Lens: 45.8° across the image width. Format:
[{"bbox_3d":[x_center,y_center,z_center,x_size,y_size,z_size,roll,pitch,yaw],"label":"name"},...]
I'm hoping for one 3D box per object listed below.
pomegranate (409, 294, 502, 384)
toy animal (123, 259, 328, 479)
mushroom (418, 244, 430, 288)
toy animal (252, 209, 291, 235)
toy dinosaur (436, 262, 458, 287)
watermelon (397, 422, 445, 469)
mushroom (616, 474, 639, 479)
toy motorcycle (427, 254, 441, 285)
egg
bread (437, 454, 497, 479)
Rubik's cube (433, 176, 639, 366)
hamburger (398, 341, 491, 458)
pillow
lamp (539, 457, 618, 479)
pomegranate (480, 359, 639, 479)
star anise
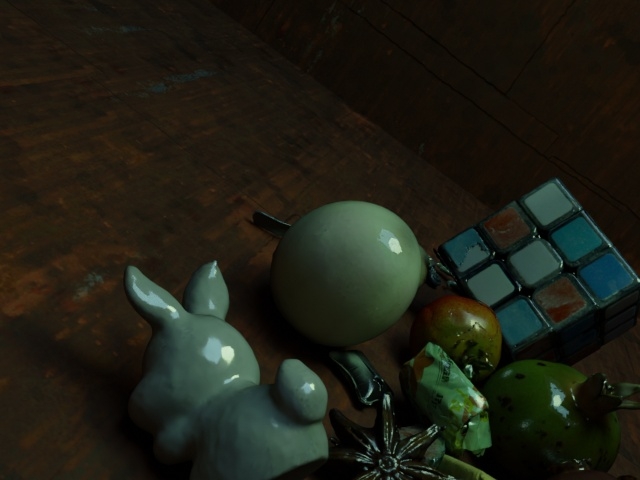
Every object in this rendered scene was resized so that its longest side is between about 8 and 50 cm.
[{"bbox_3d":[0.300,0.228,1.658,0.210,0.210,0.235,28,19,-20],"label":"pomegranate"},{"bbox_3d":[-0.139,0.185,1.040,0.196,0.241,0.367,8,35,-53],"label":"toy animal"},{"bbox_3d":[0.199,0.071,1.927,0.166,0.166,0.127,57,-11,42],"label":"mushroom"},{"bbox_3d":[0.024,0.027,1.818,0.367,0.081,0.205,6,45,-29],"label":"toy animal"},{"bbox_3d":[0.496,0.195,2.194,0.393,0.092,0.205,34,17,2],"label":"toy dinosaur"},{"bbox_3d":[0.143,0.371,1.333,0.139,0.071,0.187,15,5,0],"label":"watermelon"},{"bbox_3d":[0.721,0.603,1.694,0.171,0.080,0.135,38,34,2],"label":"mushroom"},{"bbox_3d":[0.272,0.051,2.175,0.193,0.061,0.124,36,27,-18],"label":"toy motorcycle"},{"bbox_3d":[0.052,0.060,1.475,0.283,0.345,0.283,10,65,-23],"label":"egg"},{"bbox_3d":[0.284,0.421,1.297,0.168,0.163,0.264,31,22,-10],"label":"bread"},{"bbox_3d":[0.548,0.115,1.880,0.363,0.359,0.362,59,3,33],"label":"Rubik's cube"},{"bbox_3d":[0.244,0.329,1.462,0.235,0.125,0.214,84,-18,-56],"label":"hamburger"},{"bbox_3d":[0.079,0.263,1.466,0.091,0.055,0.135,-21,51,-28],"label":"pillow"},{"bbox_3d":[0.464,0.518,1.331,0.180,0.180,0.258,16,57,-41],"label":"lamp"},{"bbox_3d":[0.470,0.344,1.525,0.291,0.323,0.290,15,27,-8],"label":"pomegranate"},{"bbox_3d":[0.095,0.373,1.193,0.272,0.102,0.272,6,47,-7],"label":"star anise"}]
